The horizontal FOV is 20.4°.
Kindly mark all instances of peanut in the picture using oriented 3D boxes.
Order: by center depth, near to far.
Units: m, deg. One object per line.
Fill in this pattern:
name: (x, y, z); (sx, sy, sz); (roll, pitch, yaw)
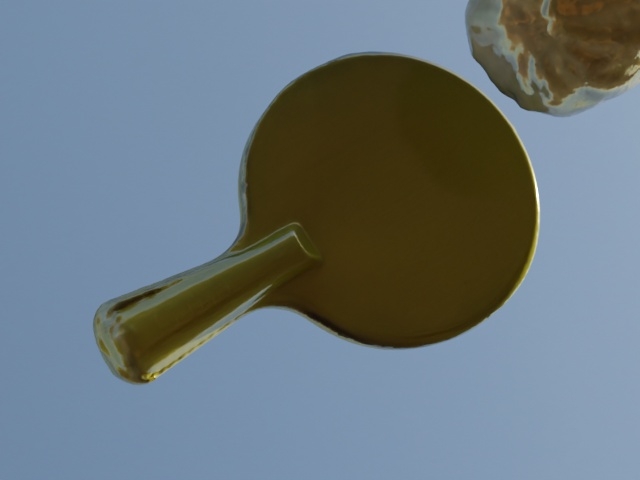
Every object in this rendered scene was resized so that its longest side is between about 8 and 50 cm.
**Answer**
peanut: (0.234, -0.220, 1.293); (0.313, 0.152, 0.152); (-42, -70, -21)

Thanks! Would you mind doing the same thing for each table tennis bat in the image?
table tennis bat: (0.000, 0.000, 1.269); (0.368, 0.054, 0.224); (-30, -98, -25)
